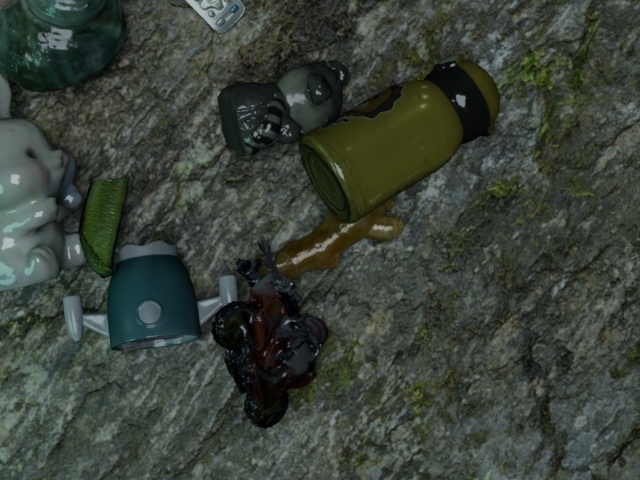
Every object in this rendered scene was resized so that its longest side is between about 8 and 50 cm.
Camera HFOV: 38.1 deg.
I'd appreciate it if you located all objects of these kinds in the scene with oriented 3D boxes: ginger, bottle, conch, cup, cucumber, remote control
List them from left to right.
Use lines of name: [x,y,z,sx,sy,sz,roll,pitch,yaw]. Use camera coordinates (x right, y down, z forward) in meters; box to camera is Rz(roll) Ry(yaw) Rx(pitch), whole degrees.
conch: [-0.437,-0.377,1.574,0.220,0.277,0.195,4,57,-31]
cucumber: [-0.382,-0.029,1.598,0.071,0.046,0.220,19,48,-23]
cup: [-0.295,0.095,1.610,0.300,0.167,0.173,-7,79,-7]
remote control: [-0.234,-0.467,1.639,0.229,0.044,0.073,45,86,-11]
ginger: [0.000,0.000,1.657,0.299,0.065,0.118,-27,87,3]
bottle: [0.148,-0.186,1.583,0.351,0.171,0.171,-32,93,-15]

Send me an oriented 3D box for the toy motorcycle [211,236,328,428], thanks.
toy motorcycle: [-0.086,0.139,1.575,0.207,0.134,0.400,-37,130,-23]

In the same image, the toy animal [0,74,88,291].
toy animal: [-0.540,-0.096,1.564,0.241,0.196,0.367,-1,103,8]

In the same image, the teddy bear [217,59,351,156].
teddy bear: [-0.050,-0.222,1.592,0.251,0.171,0.144,-17,99,-3]
